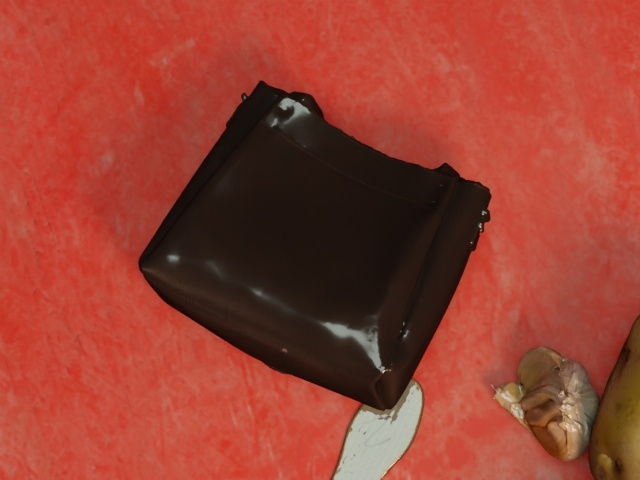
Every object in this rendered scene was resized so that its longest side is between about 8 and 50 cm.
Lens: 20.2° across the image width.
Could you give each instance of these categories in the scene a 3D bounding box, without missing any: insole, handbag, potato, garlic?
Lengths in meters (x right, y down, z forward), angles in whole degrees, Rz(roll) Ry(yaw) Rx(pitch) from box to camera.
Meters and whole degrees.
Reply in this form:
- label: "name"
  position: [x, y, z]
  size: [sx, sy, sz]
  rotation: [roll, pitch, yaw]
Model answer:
- label: "insole"
  position: [0.045, 0.216, 1.750]
  size: [0.064, 0.004, 0.188]
  rotation: [25, 82, 10]
- label: "handbag"
  position: [0.000, 0.000, 1.740]
  size: [0.285, 0.113, 0.257]
  rotation: [26, 77, 16]
- label: "potato"
  position: [0.325, 0.152, 1.661]
  size: [0.137, 0.154, 0.200]
  rotation: [31, 75, -24]
- label: "garlic"
  position: [0.227, 0.152, 1.711]
  size: [0.074, 0.094, 0.113]
  rotation: [-16, 77, -32]
